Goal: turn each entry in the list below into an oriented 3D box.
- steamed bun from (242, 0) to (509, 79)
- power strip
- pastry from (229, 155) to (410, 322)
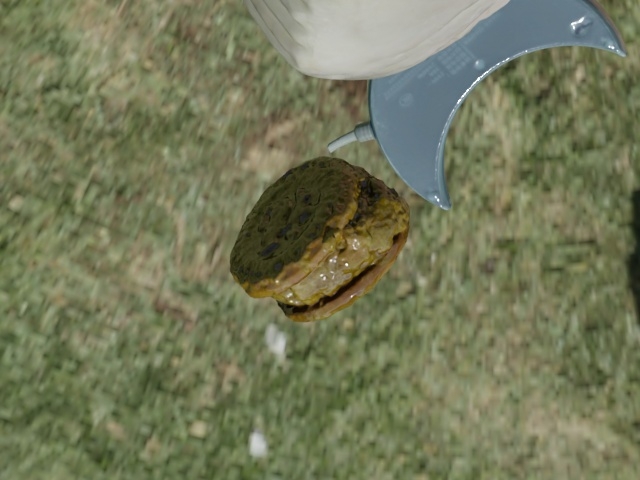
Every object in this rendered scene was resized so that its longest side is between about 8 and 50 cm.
[{"bbox_3d":[0.040,-0.263,0.812,0.236,0.247,0.383,-27,146,-14],"label":"steamed bun"},{"bbox_3d":[0.099,-0.114,1.411,0.216,0.044,0.137,-39,103,16],"label":"power strip"},{"bbox_3d":[0.000,0.000,1.141,0.109,0.097,0.057,-34,122,26],"label":"pastry"}]
